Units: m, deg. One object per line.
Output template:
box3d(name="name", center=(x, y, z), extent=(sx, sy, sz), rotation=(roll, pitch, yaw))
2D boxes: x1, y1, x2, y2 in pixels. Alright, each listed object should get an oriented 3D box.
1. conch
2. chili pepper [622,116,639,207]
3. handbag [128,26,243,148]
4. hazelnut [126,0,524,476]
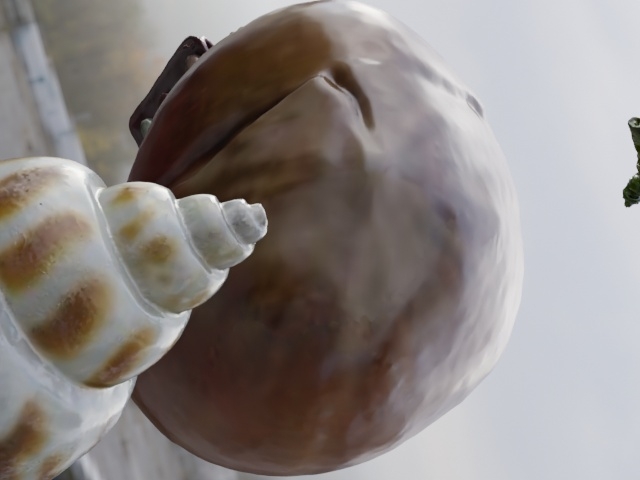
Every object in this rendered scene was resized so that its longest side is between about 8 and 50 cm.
box3d(name="conch", center=(-0.158, 0.046, 1.019), extent=(0.148, 0.275, 0.183), rotation=(17, 44, -44))
box3d(name="chili pepper", center=(0.250, -0.060, 1.454), extent=(0.022, 0.027, 0.083), rotation=(34, -44, 40))
box3d(name="handbag", center=(-0.108, -0.076, 1.830), extent=(0.203, 0.074, 0.216), rotation=(-43, -121, 55))
box3d(name="hazelnut", center=(0.000, 0.000, 1.367), extent=(0.372, 0.315, 0.372), rotation=(-176, -90, -79))
